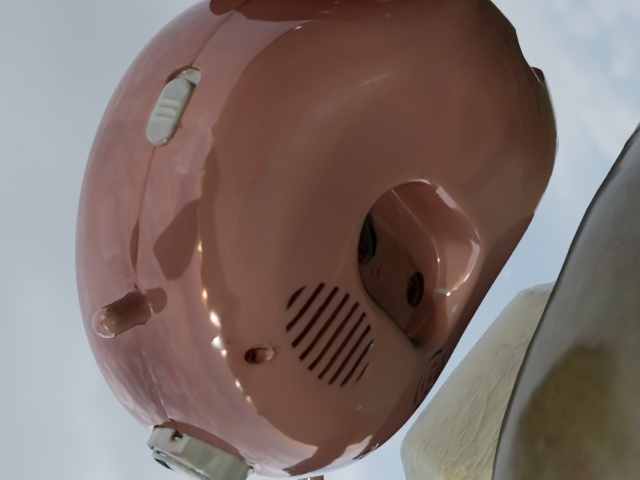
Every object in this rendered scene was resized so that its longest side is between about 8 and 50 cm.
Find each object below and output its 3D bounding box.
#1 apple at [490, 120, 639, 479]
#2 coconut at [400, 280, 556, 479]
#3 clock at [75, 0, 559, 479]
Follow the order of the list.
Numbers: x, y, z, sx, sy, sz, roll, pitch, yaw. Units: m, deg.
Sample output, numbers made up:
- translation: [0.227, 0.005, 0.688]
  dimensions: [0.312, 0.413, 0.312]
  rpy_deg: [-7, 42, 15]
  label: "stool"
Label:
- translation: [0.159, 0.043, 0.366]
  dimensions: [0.257, 0.234, 0.257]
  rpy_deg: [21, -90, -77]
  label: "apple"
- translation: [0.177, 0.160, 1.141]
  dimensions: [0.247, 0.245, 0.245]
  rpy_deg: [-53, -37, -1]
  label: "coconut"
- translation: [0.000, 0.000, 0.825]
  dimensions: [0.227, 0.142, 0.241]
  rpy_deg: [48, -118, -51]
  label: "clock"
